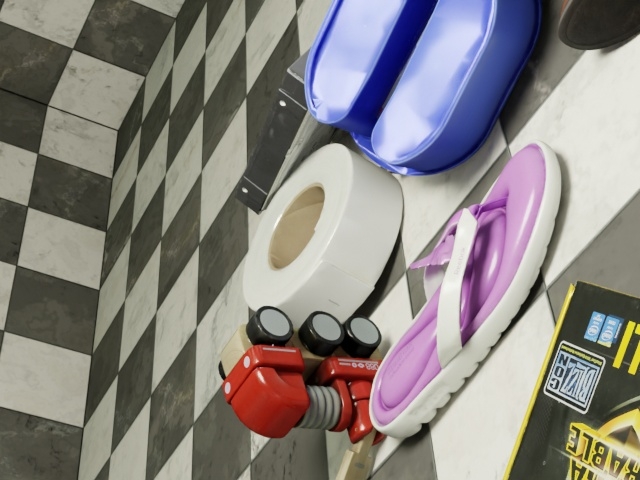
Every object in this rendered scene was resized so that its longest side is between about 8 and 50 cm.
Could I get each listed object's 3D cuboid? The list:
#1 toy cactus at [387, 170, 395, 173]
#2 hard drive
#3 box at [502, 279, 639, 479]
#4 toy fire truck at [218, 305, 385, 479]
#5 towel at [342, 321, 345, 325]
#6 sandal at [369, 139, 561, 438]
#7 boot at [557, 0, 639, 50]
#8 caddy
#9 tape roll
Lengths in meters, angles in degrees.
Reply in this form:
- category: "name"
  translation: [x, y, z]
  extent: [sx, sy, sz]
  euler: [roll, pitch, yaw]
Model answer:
- category: "toy cactus"
  translation: [0.119, -0.189, 1.683]
  extent: [0.219, 0.112, 0.180]
  euler: [2, 84, 59]
- category: "hard drive"
  translation: [-0.011, -0.210, 1.831]
  extent: [0.237, 0.064, 0.339]
  euler: [-48, -8, -36]
- category: "box"
  translation: [0.285, 0.186, 0.973]
  extent: [0.257, 0.079, 0.322]
  euler: [-69, 21, 0]
- category: "toy fire truck"
  translation: [-0.011, 0.234, 1.493]
  extent: [0.158, 0.217, 0.246]
  euler: [-53, 42, 37]
- category: "towel"
  translation: [0.011, 0.096, 1.781]
  extent: [0.197, 0.029, 0.144]
  euler: [-63, 23, 20]
- category: "sandal"
  translation: [0.151, 0.064, 1.362]
  extent: [0.416, 0.102, 0.169]
  euler: [-63, 23, 19]
- category: "boot"
  translation: [0.344, -0.383, 1.294]
  extent: [0.264, 0.096, 0.280]
  euler: [112, 169, -45]
- category: "caddy"
  translation: [0.136, -0.248, 1.500]
  extent: [0.241, 0.179, 0.341]
  euler: [35, 110, 24]
- category: "tape roll"
  translation: [0.000, 0.000, 1.735]
  extent: [0.286, 0.100, 0.286]
  euler: [-44, 29, 32]
